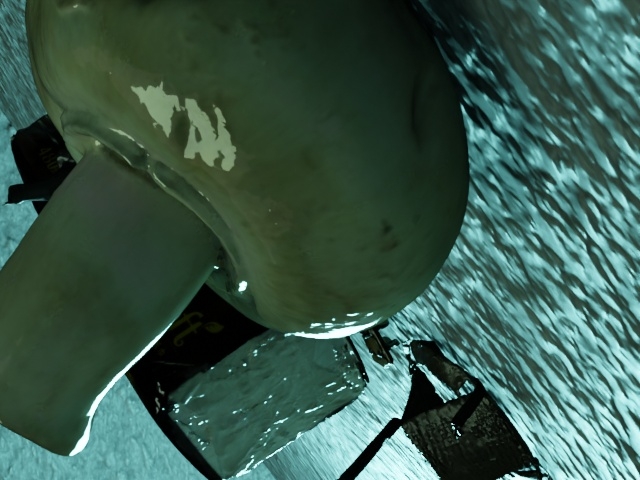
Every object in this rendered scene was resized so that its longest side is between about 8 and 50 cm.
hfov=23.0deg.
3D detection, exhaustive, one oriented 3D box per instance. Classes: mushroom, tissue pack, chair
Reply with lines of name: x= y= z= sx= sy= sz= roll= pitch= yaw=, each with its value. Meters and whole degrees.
mushroom: x=-0.057 y=-0.050 z=0.979 sx=0.315 sy=0.315 sz=0.356 roll=43 pitch=129 yaw=39
tissue pack: x=-0.135 y=0.023 z=1.518 sx=0.370 sy=0.198 sz=0.210 roll=54 pitch=178 yaw=34
chair: x=0.122 y=0.179 z=1.381 sx=0.174 sy=0.149 sz=0.213 roll=53 pitch=-149 yaw=-14

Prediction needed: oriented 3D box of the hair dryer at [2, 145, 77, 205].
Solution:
hair dryer: x=-0.136 y=-0.116 z=1.124 sx=0.091 sy=0.272 sz=0.236 roll=9 pitch=134 yaw=29

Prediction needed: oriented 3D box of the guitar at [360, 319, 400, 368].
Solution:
guitar: x=0.002 y=-0.001 z=1.413 sx=0.271 sy=0.038 sz=0.084 roll=57 pitch=168 yaw=-15
